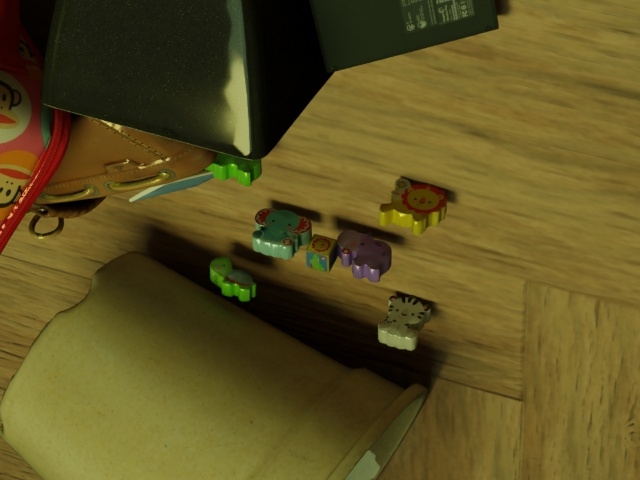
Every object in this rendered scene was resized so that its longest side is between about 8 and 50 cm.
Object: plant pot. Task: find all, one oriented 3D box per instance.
[{"bbox_3d":[-0.120,0.184,1.731,0.305,0.334,0.334,36,142,10],"label":"plant pot"},{"bbox_3d":[-0.089,-0.194,1.389,0.188,0.187,0.167,16,129,16],"label":"plant pot"}]

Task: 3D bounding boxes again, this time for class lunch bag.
[{"bbox_3d":[-0.323,-0.118,1.513,0.120,0.293,0.258,14,121,-42],"label":"lunch bag"}]

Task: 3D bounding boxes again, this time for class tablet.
[{"bbox_3d":[-0.124,-0.051,1.639,0.054,0.083,0.006,-24,84,44],"label":"tablet"}]

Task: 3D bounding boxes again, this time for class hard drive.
[{"bbox_3d":[0.059,-0.180,1.371,0.135,0.022,0.094,-15,132,0],"label":"hard drive"}]

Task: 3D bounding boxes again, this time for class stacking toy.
[{"bbox_3d":[0.000,0.000,1.632,0.221,0.052,0.167,15,137,14],"label":"stacking toy"}]

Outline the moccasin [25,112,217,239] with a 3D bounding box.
[{"bbox_3d":[-0.227,-0.074,1.623,0.380,0.139,0.147,-15,123,44],"label":"moccasin"}]
